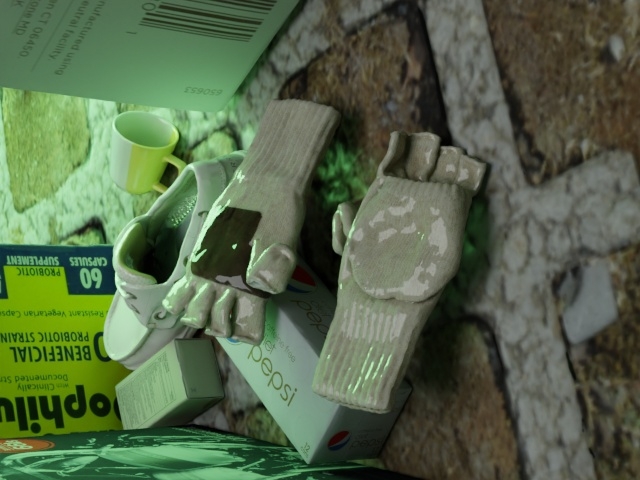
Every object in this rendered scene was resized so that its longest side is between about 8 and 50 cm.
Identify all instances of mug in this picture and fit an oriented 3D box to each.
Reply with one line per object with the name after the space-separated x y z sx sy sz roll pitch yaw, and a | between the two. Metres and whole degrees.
-0.167 -0.073 1.261 0.078 0.062 0.064 58 139 44 | mug

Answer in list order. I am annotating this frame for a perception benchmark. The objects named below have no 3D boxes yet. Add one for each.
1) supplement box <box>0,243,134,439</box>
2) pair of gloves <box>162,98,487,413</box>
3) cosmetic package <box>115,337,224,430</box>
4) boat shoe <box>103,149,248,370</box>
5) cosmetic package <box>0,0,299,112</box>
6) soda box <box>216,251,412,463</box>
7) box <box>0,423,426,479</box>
-0.294 0.198 1.302 0.195 0.194 0.357 -31 65 47 | supplement box
0.000 0.000 0.992 0.240 0.042 0.204 22 85 41 | pair of gloves
-0.138 0.137 1.228 0.115 0.041 0.060 -36 60 45 | cosmetic package
-0.142 0.018 1.194 0.277 0.096 0.098 -53 50 36 | boat shoe
-0.197 -0.363 1.095 0.329 0.327 0.394 -51 50 38 | cosmetic package
-0.023 0.076 1.063 0.216 0.069 0.074 48 124 40 | soda box
-0.133 0.252 1.000 0.343 0.312 0.179 3 91 51 | box
